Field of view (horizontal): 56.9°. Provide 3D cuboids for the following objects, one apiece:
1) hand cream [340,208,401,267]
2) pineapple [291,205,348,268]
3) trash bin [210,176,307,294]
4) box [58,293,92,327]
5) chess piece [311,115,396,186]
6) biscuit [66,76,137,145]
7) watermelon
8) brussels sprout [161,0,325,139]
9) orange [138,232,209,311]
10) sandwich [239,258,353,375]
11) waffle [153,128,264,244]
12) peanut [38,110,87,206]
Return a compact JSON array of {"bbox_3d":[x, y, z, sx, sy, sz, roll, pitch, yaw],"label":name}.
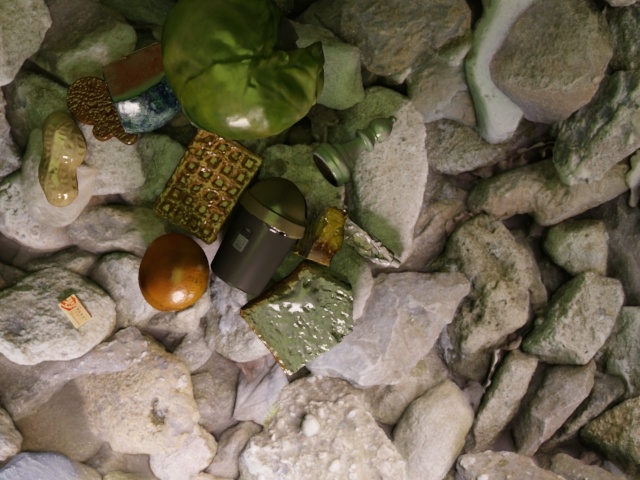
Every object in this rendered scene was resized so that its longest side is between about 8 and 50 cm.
[{"bbox_3d":[0.136,0.009,1.809,0.257,0.050,0.084,35,97,-4],"label":"hand cream"},{"bbox_3d":[0.000,0.000,1.708,0.114,0.186,0.236,17,138,-12],"label":"pineapple"},{"bbox_3d":[-0.162,-0.025,1.705,0.214,0.214,0.334,28,100,-7],"label":"trash bin"},{"bbox_3d":[-0.744,0.214,1.793,0.058,0.015,0.093,-33,99,3],"label":"box"},{"bbox_3d":[0.117,-0.283,1.741,0.271,0.139,0.139,-36,98,-10],"label":"chess piece"},{"bbox_3d":[-0.619,-0.379,1.711,0.236,0.039,0.180,32,87,-7],"label":"biscuit"},{"bbox_3d":[-0.488,-0.457,1.647,0.226,0.148,0.319,30,84,2],"label":"watermelon"},{"bbox_3d":[-0.215,-0.435,1.543,0.425,0.342,0.361,31,67,-10],"label":"brussels sprout"},{"bbox_3d":[-0.416,0.094,1.697,0.171,0.240,0.240,20,97,-38],"label":"orange"},{"bbox_3d":[-0.042,0.218,1.780,0.325,0.131,0.262,-36,97,0],"label":"sandwich"},{"bbox_3d":[-0.329,-0.166,1.733,0.212,0.091,0.308,32,94,-7],"label":"waffle"},{"bbox_3d":[-0.736,-0.231,1.693,0.125,0.111,0.275,7,101,-9],"label":"peanut"}]
